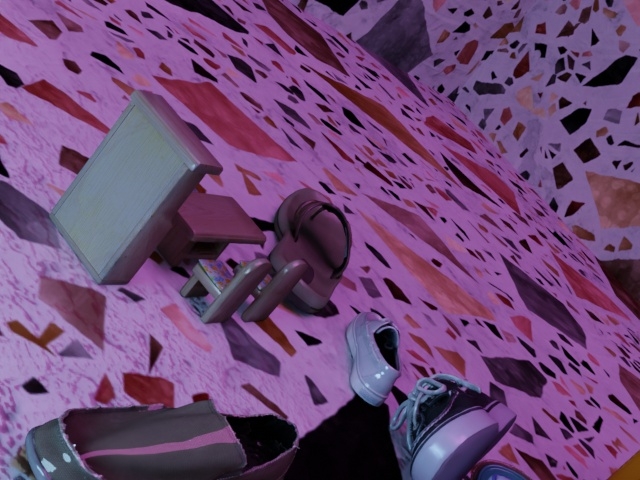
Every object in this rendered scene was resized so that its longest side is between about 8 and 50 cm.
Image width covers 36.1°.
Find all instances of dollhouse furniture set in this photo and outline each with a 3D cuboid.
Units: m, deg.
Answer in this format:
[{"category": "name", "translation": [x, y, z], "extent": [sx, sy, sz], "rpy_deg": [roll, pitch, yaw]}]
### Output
[{"category": "dollhouse furniture set", "translation": [-0.132, -0.044, 1.035], "extent": [0.212, 0.161, 0.242], "rpy_deg": [49, 20, 22]}]

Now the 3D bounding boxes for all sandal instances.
[{"category": "sandal", "translation": [0.001, 0.001, 1.306], "extent": [0.120, 0.086, 0.303], "rpy_deg": [37, 19, -11]}]

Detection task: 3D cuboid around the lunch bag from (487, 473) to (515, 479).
[{"category": "lunch bag", "translation": [0.230, 0.348, 0.973], "extent": [0.219, 0.090, 0.176], "rpy_deg": [37, 19, -14]}]

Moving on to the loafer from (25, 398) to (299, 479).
[{"category": "loafer", "translation": [-0.109, 0.155, 0.750], "extent": [0.251, 0.087, 0.094], "rpy_deg": [15, 32, -52]}]

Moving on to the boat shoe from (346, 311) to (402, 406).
[{"category": "boat shoe", "translation": [0.071, 0.128, 1.195], "extent": [0.066, 0.063, 0.184], "rpy_deg": [38, 19, -7]}]

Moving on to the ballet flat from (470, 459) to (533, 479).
[{"category": "ballet flat", "translation": [0.243, 0.321, 1.124], "extent": [0.206, 0.073, 0.067], "rpy_deg": [41, -9, -7]}]

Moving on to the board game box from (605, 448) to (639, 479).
[{"category": "board game box", "translation": [0.625, 0.386, 1.234], "extent": [0.356, 0.356, 0.356], "rpy_deg": [22, 25, -43]}]

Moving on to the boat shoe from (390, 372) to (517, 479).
[{"category": "boat shoe", "translation": [0.141, 0.202, 1.097], "extent": [0.105, 0.113, 0.306], "rpy_deg": [40, 15, 18]}]
